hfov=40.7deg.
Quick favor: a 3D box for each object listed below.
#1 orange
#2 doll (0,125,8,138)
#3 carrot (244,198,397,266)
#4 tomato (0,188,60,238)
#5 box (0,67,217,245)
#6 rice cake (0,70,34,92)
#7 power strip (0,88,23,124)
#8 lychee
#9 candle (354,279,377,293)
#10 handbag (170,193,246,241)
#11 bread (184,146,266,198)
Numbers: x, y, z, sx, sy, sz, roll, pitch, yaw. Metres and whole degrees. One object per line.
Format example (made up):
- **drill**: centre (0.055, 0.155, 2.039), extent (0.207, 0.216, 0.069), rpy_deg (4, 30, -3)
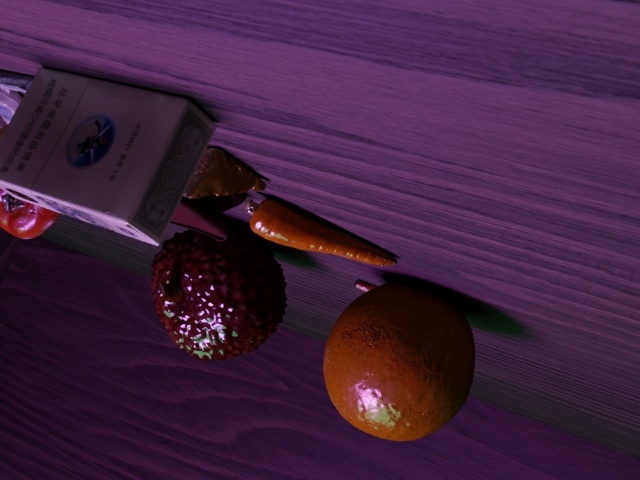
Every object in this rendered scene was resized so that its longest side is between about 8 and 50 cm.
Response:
- **orange**: centre (0.137, 0.207, 1.487), extent (0.274, 0.274, 0.274), rpy_deg (22, 169, 4)
- **doll**: centre (-0.536, -0.134, 1.642), extent (0.135, 0.098, 0.241), rpy_deg (-3, 165, 10)
- **carrot**: centre (0.000, 0.000, 1.315), extent (0.257, 0.061, 0.061), rpy_deg (23, 169, -12)
- **tomato**: centre (-0.627, -0.098, 1.825), extent (0.187, 0.187, 0.151), rpy_deg (24, -169, -6)
- **box**: centre (-0.271, -0.108, 1.046), extent (0.256, 0.164, 0.069), rpy_deg (17, 166, 30)
- **rice cake**: centre (-0.435, -0.222, 1.200), extent (0.121, 0.022, 0.021), rpy_deg (16, 167, 33)
- **power strip**: centre (-0.484, -0.205, 1.364), extent (0.047, 0.030, 0.191), rpy_deg (24, 169, -5)
- **lychee**: centre (-0.199, 0.096, 1.634), extent (0.264, 0.264, 0.300), rpy_deg (13, -175, 40)
- **candle**: centre (0.145, 0.114, 1.668), extent (0.167, 0.021, 0.026), rpy_deg (22, 149, 9)
- **handbag**: centre (-0.285, -0.100, 1.337), extent (0.275, 0.084, 0.260), rpy_deg (13, 166, 42)
- **bread**: centre (-0.144, -0.073, 1.184), extent (0.084, 0.080, 0.109), rpy_deg (15, 164, 46)
